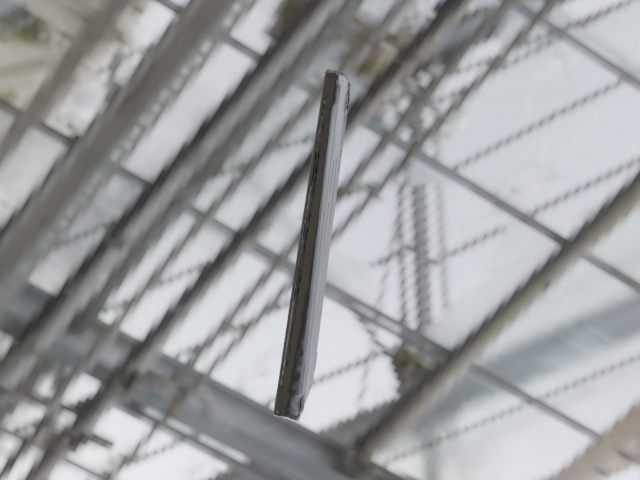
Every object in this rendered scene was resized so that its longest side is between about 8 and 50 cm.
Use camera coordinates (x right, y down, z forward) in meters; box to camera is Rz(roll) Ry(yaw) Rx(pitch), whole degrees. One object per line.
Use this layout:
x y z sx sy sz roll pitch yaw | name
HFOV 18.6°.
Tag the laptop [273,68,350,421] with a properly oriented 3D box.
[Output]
0.000 0.000 1.129 0.135 0.016 0.197 -48 146 -84 | laptop
